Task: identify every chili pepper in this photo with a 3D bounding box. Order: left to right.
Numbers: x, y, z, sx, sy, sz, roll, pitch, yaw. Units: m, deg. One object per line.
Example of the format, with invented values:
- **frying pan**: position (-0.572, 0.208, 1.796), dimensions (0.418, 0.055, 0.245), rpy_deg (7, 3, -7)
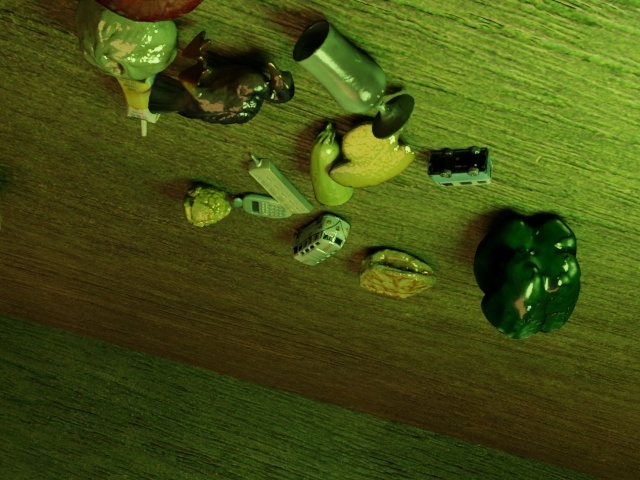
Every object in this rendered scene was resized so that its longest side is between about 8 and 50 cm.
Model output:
- **chili pepper**: position (0.470, 0.073, 1.876), dimensions (0.233, 0.249, 0.257), rpy_deg (-13, 150, -7)

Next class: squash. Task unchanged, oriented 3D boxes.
- **squash**: position (0.021, -0.171, 1.779), dimensions (0.094, 0.094, 0.224), rpy_deg (9, 147, 12)

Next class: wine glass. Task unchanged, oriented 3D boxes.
- **wine glass**: position (0.059, -0.284, 1.481), dimensions (0.103, 0.103, 0.231), rpy_deg (-13, 140, 45)

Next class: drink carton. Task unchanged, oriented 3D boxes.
- **drink carton**: position (-0.364, -0.294, 1.715), dimensions (0.084, 0.075, 0.200), rpy_deg (13, 156, 2)

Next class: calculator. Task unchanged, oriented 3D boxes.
- **calculator**: position (-0.145, -0.087, 2.098), dimensions (0.153, 0.021, 0.095), rpy_deg (12, 155, 3)

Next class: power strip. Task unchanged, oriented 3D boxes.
- **power strip**: position (-0.098, -0.128, 1.977), dimensions (0.060, 0.027, 0.253), rpy_deg (-2, 151, 31)

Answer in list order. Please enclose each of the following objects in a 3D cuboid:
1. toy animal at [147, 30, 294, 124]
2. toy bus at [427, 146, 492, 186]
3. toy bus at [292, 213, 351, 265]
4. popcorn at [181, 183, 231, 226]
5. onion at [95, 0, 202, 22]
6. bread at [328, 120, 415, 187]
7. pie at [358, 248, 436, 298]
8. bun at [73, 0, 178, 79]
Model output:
- **toy animal**: position (-0.193, -0.288, 1.571), dimensions (0.298, 0.122, 0.185), rpy_deg (-14, 155, 35)
- **toy bus**: position (0.286, -0.145, 1.701), dimensions (0.123, 0.060, 0.075), rpy_deg (-2, 154, 27)
- **toy bus**: position (0.000, 0.000, 2.124), dimensions (0.087, 0.089, 0.194), rpy_deg (24, 153, -21)
- **popcorn**: position (-0.290, -0.092, 2.079), dimensions (0.106, 0.116, 0.120), rpy_deg (61, 164, -24)
- **onion**: position (-0.257, -0.433, 1.232), dimensions (0.246, 0.190, 0.246), rpy_deg (-2, 145, -1)
- **bread**: position (0.092, -0.182, 1.714), dimensions (0.187, 0.065, 0.149), rpy_deg (-26, 130, 31)
- **pie**: position (0.203, 0.091, 2.213), dimensions (0.205, 0.084, 0.179), rpy_deg (13, 157, -1)
- **bun**: position (-0.356, -0.366, 1.513), dimensions (0.195, 0.118, 0.195), rpy_deg (13, 152, 7)
